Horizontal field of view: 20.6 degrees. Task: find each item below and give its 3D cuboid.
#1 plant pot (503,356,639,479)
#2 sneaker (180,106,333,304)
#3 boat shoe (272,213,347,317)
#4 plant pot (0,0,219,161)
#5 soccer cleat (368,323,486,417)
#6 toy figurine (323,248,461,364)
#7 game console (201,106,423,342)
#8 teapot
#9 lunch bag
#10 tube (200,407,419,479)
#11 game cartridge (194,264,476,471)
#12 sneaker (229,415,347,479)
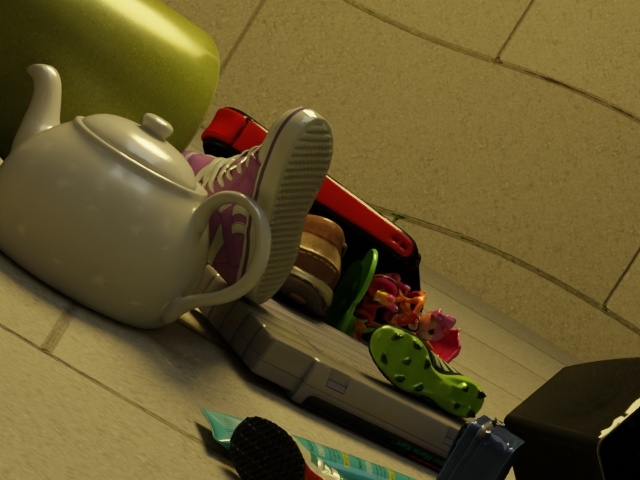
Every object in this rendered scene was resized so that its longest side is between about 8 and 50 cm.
[{"bbox_3d":[0.317,0.239,1.984,0.167,0.187,0.188,11,-54,46],"label":"plant pot"},{"bbox_3d":[-0.089,-0.062,1.836,0.161,0.282,0.102,40,51,15],"label":"sneaker"},{"bbox_3d":[-0.038,0.022,2.176,0.122,0.120,0.324,29,-8,-17],"label":"boat shoe"},{"bbox_3d":[-0.309,-0.215,1.950,0.293,0.275,0.275,42,-1,-37],"label":"plant pot"},{"bbox_3d":[0.109,0.145,1.964,0.179,0.060,0.072,36,-6,-32],"label":"soccer cleat"},{"bbox_3d":[0.103,0.099,2.161,0.159,0.173,0.130,22,48,-10],"label":"toy figurine"},{"bbox_3d":[0.000,0.000,2.333,0.342,0.060,0.386,33,-18,19],"label":"game console"},{"bbox_3d":[-0.202,-0.040,1.780,0.256,0.187,0.252,30,7,-23],"label":"teapot"},{"bbox_3d":[0.167,0.231,1.864,0.065,0.098,0.067,31,11,16],"label":"lunch bag"},{"bbox_3d":[-0.009,0.199,1.546,0.207,0.052,0.080,24,2,-16],"label":"tube"},{"bbox_3d":[0.033,0.157,1.983,0.355,0.068,0.230,28,11,-30],"label":"game cartridge"},{"bbox_3d":[-0.009,0.209,1.463,0.161,0.057,0.075,34,-10,27],"label":"sneaker"}]
